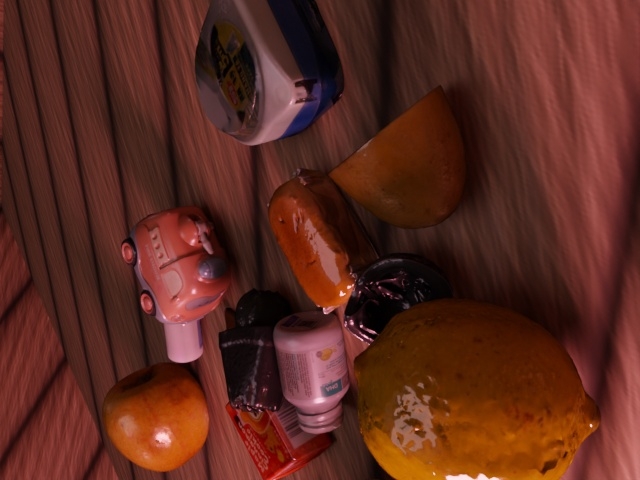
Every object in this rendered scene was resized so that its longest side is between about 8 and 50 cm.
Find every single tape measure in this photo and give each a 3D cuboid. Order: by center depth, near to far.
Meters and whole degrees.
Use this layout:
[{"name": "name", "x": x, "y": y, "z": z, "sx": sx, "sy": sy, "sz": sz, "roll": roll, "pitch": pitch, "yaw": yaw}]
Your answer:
[{"name": "tape measure", "x": -0.112, "y": -0.306, "z": 1.006, "sx": 0.262, "sy": 0.138, "sz": 0.259, "roll": -36, "pitch": 75, "yaw": 51}]

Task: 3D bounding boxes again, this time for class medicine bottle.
[{"name": "medicine bottle", "x": -0.013, "y": 0.258, "z": 1.114, "sx": 0.135, "sy": 0.135, "sz": 0.215, "roll": 7, "pitch": 110, "yaw": 50}, {"name": "medicine bottle", "x": -0.385, "y": 0.237, "z": 1.593, "sx": 0.102, "sy": 0.102, "sz": 0.187, "roll": 22, "pitch": 121, "yaw": 45}]

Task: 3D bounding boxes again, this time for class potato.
[{"name": "potato", "x": 0.124, "y": -0.091, "z": 0.797, "sx": 0.203, "sy": 0.178, "sz": 0.158, "roll": -32, "pitch": 95, "yaw": 27}]

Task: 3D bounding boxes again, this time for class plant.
[{"name": "plant", "x": -0.124, "y": 0.230, "z": 1.204, "sx": 0.164, "sy": 0.142, "sz": 0.256, "roll": -11, "pitch": 66, "yaw": 36}]

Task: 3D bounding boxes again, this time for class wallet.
[{"name": "wallet", "x": -0.183, "y": 0.234, "z": 1.405, "sx": 0.176, "sy": 0.026, "sz": 0.095, "roll": 21, "pitch": 122, "yaw": 46}]

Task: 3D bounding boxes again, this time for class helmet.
[{"name": "helmet", "x": 0.126, "y": 0.089, "z": 0.891, "sx": 0.153, "sy": 0.107, "sz": 0.177, "roll": 29, "pitch": 115, "yaw": 0}]

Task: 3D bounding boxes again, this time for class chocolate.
[{"name": "chocolate", "x": -0.107, "y": 0.421, "z": 1.323, "sx": 0.237, "sy": 0.108, "sz": 0.235, "roll": 56, "pitch": 141, "yaw": 17}]

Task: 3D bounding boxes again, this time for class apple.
[{"name": "apple", "x": -0.474, "y": 0.516, "z": 1.673, "sx": 0.299, "sy": 0.299, "sz": 0.275, "roll": 0, "pitch": 119, "yaw": 51}]

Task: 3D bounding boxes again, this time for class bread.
[{"name": "bread", "x": 0.000, "y": 0.000, "z": 1.019, "sx": 0.136, "sy": 0.107, "sz": 0.241, "roll": -44, "pitch": 70, "yaw": 47}]

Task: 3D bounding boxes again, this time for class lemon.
[{"name": "lemon", "x": 0.193, "y": 0.206, "z": 0.733, "sx": 0.310, "sy": 0.258, "sz": 0.258, "roll": 7, "pitch": 117, "yaw": 6}]

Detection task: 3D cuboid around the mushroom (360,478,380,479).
[{"name": "mushroom", "x": 0.074, "y": 0.608, "z": 0.986, "sx": 0.314, "sy": 0.336, "sz": 0.314, "roll": 14, "pitch": 114, "yaw": 34}]

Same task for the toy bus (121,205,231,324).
[{"name": "toy bus", "x": -0.330, "y": 0.048, "z": 1.397, "sx": 0.232, "sy": 0.194, "sz": 0.288, "roll": -29, "pitch": 81, "yaw": 39}]
